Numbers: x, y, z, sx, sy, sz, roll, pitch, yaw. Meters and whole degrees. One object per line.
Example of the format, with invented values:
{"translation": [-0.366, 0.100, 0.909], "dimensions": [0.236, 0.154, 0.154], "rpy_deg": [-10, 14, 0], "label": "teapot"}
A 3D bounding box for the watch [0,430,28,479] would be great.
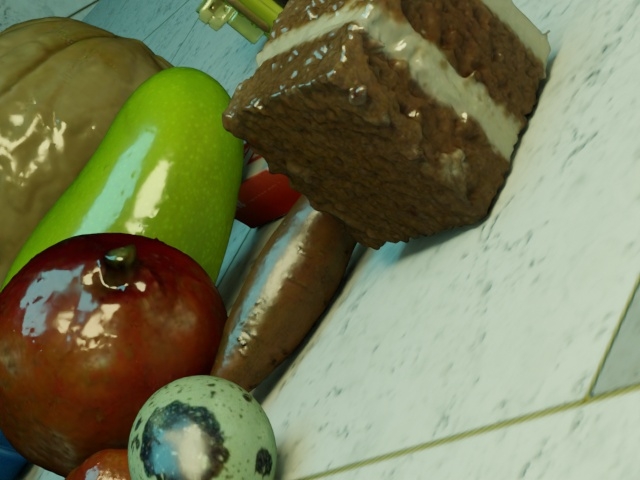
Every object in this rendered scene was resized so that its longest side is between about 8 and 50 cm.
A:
{"translation": [-0.351, 0.170, 1.632], "dimensions": [0.196, 0.200, 0.171], "rpy_deg": [11, -67, -57], "label": "watch"}

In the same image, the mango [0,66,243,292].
{"translation": [-0.144, 0.010, 1.374], "dimensions": [0.293, 0.143, 0.175], "rpy_deg": [-64, 25, 5], "label": "mango"}

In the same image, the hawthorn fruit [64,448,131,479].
{"translation": [-0.119, 0.176, 1.124], "dimensions": [0.081, 0.081, 0.093], "rpy_deg": [-38, 51, 46], "label": "hawthorn fruit"}

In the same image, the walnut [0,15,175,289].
{"translation": [-0.244, -0.042, 1.612], "dimensions": [0.313, 0.252, 0.277], "rpy_deg": [-57, 3, 7], "label": "walnut"}

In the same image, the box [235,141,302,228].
{"translation": [0.001, -0.085, 1.370], "dimensions": [0.123, 0.050, 0.229], "rpy_deg": [-62, 17, -21], "label": "box"}

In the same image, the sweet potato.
{"translation": [-0.001, -0.001, 1.173], "dimensions": [0.264, 0.057, 0.057], "rpy_deg": [-57, 15, -8], "label": "sweet potato"}

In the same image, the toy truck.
{"translation": [-0.054, -0.265, 1.792], "dimensions": [0.157, 0.124, 0.272], "rpy_deg": [-53, 15, 3], "label": "toy truck"}

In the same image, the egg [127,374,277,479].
{"translation": [-0.067, 0.124, 1.041], "dimensions": [0.085, 0.085, 0.110], "rpy_deg": [-48, 18, 23], "label": "egg"}

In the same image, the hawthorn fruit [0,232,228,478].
{"translation": [-0.140, 0.071, 1.198], "dimensions": [0.188, 0.169, 0.169], "rpy_deg": [100, -166, -57], "label": "hawthorn fruit"}

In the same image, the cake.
{"translation": [0.045, -0.092, 1.076], "dimensions": [0.134, 0.135, 0.147], "rpy_deg": [-12, 40, 54], "label": "cake"}
